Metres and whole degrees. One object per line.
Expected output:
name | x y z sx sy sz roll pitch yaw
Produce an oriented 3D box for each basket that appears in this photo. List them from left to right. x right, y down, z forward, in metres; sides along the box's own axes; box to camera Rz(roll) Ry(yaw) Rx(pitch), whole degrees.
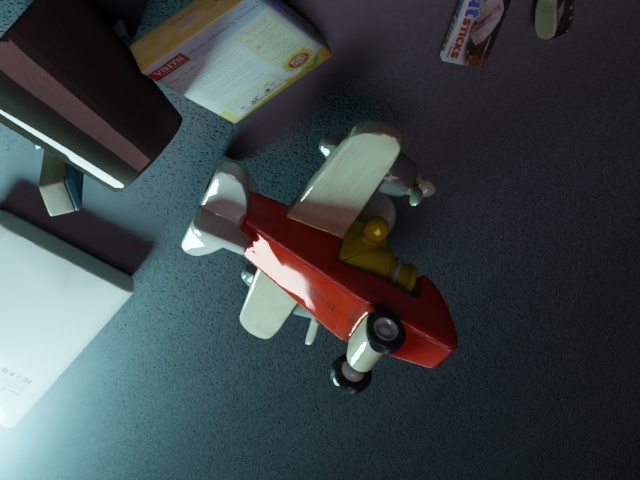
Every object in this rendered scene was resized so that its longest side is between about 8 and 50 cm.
basket | -0.292 -0.180 1.361 0.227 0.154 0.204 42 87 -19

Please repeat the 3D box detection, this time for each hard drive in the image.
hard drive | -0.484 0.132 1.729 0.233 0.047 0.353 31 118 -27

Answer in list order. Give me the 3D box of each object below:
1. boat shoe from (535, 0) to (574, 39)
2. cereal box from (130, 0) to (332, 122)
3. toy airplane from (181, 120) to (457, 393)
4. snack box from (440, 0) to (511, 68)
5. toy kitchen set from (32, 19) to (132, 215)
boat shoe | 0.318 -0.336 1.493 0.042 0.049 0.133 -19 126 -29
cereal box | -0.107 -0.241 1.422 0.173 0.047 0.240 -32 159 15
toy airplane | 0.000 0.000 1.598 0.386 0.272 0.384 3 125 37
snack box | 0.220 -0.318 1.503 0.064 0.022 0.178 9 125 -13
toy kitchen set | -0.308 -0.163 1.482 0.166 0.122 0.207 -12 128 1
